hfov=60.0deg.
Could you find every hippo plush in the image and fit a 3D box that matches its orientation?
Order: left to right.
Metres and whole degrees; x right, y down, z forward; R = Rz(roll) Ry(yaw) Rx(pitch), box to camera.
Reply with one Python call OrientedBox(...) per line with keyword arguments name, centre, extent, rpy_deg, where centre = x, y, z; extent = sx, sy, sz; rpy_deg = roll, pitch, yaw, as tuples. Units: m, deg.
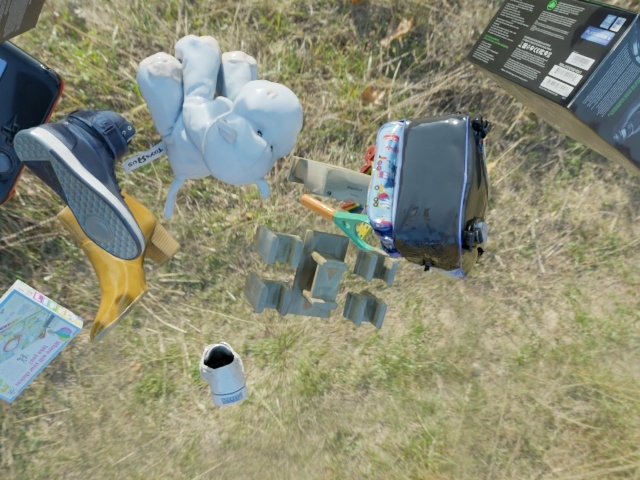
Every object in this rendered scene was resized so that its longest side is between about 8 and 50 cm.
OrientedBox(name="hippo plush", centre=(-0.165, -0.189, 0.870), extent=(0.294, 0.236, 0.234), rpy_deg=(-46, 126, -15))

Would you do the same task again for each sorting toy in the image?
OrientedBox(name="sorting toy", centre=(0.098, -0.115, 1.326), extent=(0.046, 0.132, 0.275), rpy_deg=(29, 37, -24))

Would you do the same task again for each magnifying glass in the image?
OrientedBox(name="magnifying glass", centre=(0.051, -0.040, 1.205), extent=(0.230, 0.092, 0.026), rpy_deg=(32, 55, 26))

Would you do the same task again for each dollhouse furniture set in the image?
OrientedBox(name="dollhouse furniture set", centre=(0.000, 0.000, 0.897), extent=(0.212, 0.161, 0.242), rpy_deg=(10, 100, -23))

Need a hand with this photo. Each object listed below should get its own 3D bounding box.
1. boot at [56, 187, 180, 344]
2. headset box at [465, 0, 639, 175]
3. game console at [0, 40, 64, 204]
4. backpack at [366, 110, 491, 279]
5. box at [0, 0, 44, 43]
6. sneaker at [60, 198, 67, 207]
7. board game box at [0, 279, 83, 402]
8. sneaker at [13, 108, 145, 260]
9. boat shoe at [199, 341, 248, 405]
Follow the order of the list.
OrientedBox(name="boot", centre=(-0.410, 0.029, 1.035), extent=(0.211, 0.104, 0.295), rpy_deg=(42, 40, -16))
OrientedBox(name="headset box", centre=(0.401, -0.221, 0.811), extent=(0.283, 0.246, 0.131), rpy_deg=(24, 110, -31))
OrientedBox(name="game console", centre=(-0.737, -0.282, 1.087), extent=(0.386, 0.060, 0.342), rpy_deg=(34, 113, -9))
OrientedBox(name="backpack", centre=(0.129, -0.038, 0.617), extent=(0.116, 0.173, 0.158), rpy_deg=(2, 72, 20))
OrientedBox(name="box", centre=(-0.480, -0.350, 0.744), extent=(0.155, 0.158, 0.093), rpy_deg=(30, 121, -14))
OrientedBox(name="sneaker", centre=(-0.546, -0.157, 1.280), extent=(0.094, 0.153, 0.235), rpy_deg=(11, 37, -21))
OrientedBox(name="board game box", centre=(-0.420, 0.141, 0.759), extent=(0.154, 0.026, 0.103), rpy_deg=(-45, 118, 6))
OrientedBox(name="sneaker", centre=(-0.307, -0.093, 0.820), extent=(0.086, 0.163, 0.226), rpy_deg=(-29, 105, 31))
OrientedBox(name="boat shoe", centre=(-0.199, 0.248, 1.124), extent=(0.095, 0.258, 0.084), rpy_deg=(-15, 99, -20))
